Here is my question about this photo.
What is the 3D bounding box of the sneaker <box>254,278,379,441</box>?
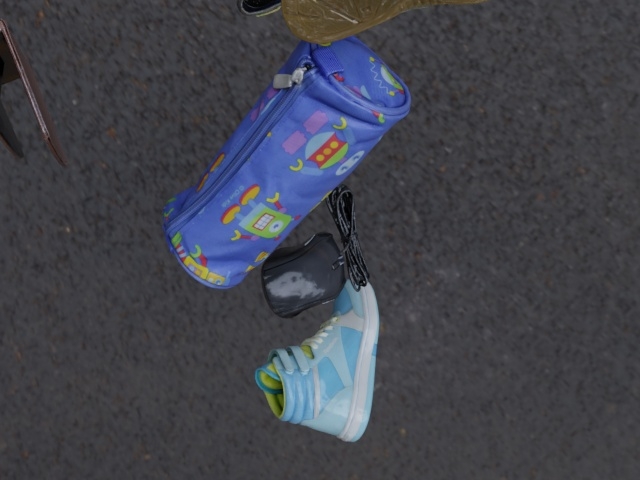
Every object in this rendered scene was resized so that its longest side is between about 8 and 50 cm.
[{"bbox_3d":[-0.010,0.193,1.977,0.208,0.319,0.127,12,148,-13],"label":"sneaker"}]

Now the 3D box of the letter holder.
[{"bbox_3d":[-0.531,-0.203,1.801,0.152,0.302,0.214,-23,89,-9],"label":"letter holder"}]

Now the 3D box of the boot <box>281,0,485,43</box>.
[{"bbox_3d":[0.082,-0.278,1.035,0.262,0.203,0.095,-20,117,3],"label":"boot"}]

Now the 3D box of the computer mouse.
[{"bbox_3d":[0.000,0.000,1.537,0.262,0.060,0.184,-16,94,-57],"label":"computer mouse"}]

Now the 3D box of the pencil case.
[{"bbox_3d":[-0.045,-0.081,1.112,0.133,0.119,0.306,12,133,-43],"label":"pencil case"}]

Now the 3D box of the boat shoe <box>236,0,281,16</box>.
[{"bbox_3d":[-0.030,-0.417,1.679,0.228,0.068,0.081,-32,116,13],"label":"boat shoe"}]
